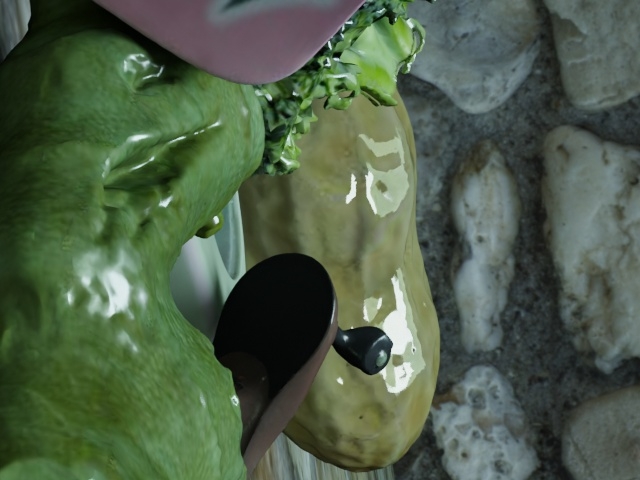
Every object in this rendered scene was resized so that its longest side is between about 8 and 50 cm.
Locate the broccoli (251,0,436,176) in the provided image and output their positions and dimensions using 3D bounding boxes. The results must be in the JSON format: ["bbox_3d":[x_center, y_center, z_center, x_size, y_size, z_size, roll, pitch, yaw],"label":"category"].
[{"bbox_3d":[-0.012,-0.147,0.970,0.176,0.198,0.226,-2,68,-53],"label":"broccoli"}]

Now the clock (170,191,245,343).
[{"bbox_3d":[-0.076,-0.035,0.790,0.191,0.062,0.151,-94,173,-51],"label":"clock"}]

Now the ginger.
[{"bbox_3d":[-0.069,0.021,0.568,0.137,0.089,0.290,31,38,-35],"label":"ginger"}]

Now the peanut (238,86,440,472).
[{"bbox_3d":[0.000,0.000,1.116,0.152,0.152,0.313,-62,145,-82],"label":"peanut"}]

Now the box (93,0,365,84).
[{"bbox_3d":[-0.057,-0.205,0.708,0.190,0.112,0.369,41,18,-16],"label":"box"}]

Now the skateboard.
[{"bbox_3d":[-0.044,0.069,0.696,0.151,0.067,0.080,-54,139,-16],"label":"skateboard"}]
